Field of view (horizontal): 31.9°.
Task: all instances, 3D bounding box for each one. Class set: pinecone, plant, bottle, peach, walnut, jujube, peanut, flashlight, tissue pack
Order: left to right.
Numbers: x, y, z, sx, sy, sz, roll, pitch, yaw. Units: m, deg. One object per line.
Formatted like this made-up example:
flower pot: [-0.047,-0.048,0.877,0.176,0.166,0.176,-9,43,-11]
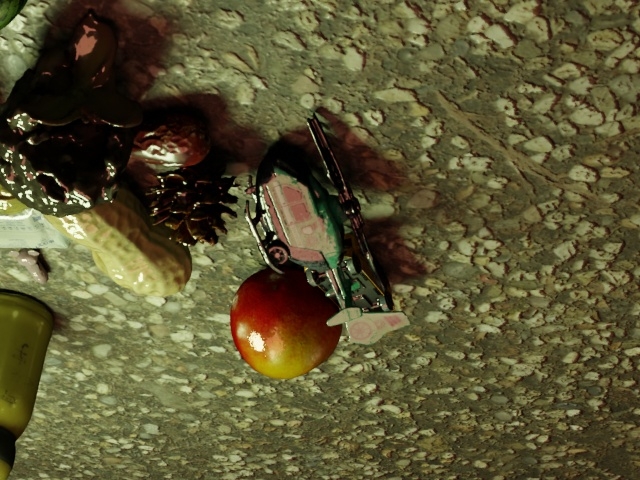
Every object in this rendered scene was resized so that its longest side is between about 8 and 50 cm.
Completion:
bottle: [-0.590,0.277,1.974,0.171,0.351,0.171,5,148,3]
tissue pack: [-0.504,-0.021,1.795,0.193,0.026,0.123,1,148,6]
walnut: [-0.463,-0.079,1.650,0.092,0.092,0.092,4,148,2]
flashlight: [-0.483,0.039,1.884,0.052,0.031,0.110,-2,152,7]
plant: [-0.323,-0.136,1.434,0.178,0.204,0.234,33,150,-15]
peanut: [-0.312,-0.014,1.696,0.136,0.120,0.298,-18,139,24]
jujube: [-0.214,-0.137,1.531,0.129,0.077,0.077,3,149,21]
pinecone: [-0.177,-0.052,1.591,0.140,0.121,0.140,-5,-175,0]
peach: [-0.061,0.125,1.823,0.197,0.197,0.197,4,148,2]

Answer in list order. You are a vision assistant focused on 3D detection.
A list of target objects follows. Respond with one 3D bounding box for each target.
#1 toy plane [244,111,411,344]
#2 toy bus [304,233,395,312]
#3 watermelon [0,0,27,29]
toy plane: [0.000,0.000,1.611,0.155,0.106,0.382,-19,114,10]
toy bus: [0.046,0.054,1.778,0.083,0.088,0.194,-16,144,19]
watermelon: [-0.378,-0.302,1.229,0.140,0.141,0.187,29,137,-33]
